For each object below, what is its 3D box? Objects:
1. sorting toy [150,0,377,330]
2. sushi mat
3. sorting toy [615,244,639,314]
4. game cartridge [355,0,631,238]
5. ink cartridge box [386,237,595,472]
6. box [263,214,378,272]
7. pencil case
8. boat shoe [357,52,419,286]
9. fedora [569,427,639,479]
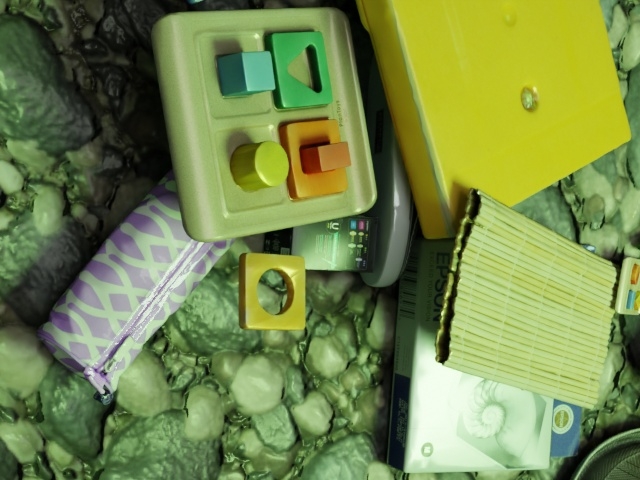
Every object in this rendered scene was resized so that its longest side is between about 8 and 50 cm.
[{"bbox_3d":[-0.033,-0.098,1.105,0.196,0.047,0.347,-12,94,-41],"label":"sorting toy"},{"bbox_3d":[0.198,0.062,1.239,0.317,0.019,0.151,21,80,-53],"label":"sushi mat"},{"bbox_3d":[0.318,0.034,1.368,0.062,0.012,0.083,9,91,-57],"label":"sorting toy"},{"bbox_3d":[0.150,-0.198,1.219,0.285,0.053,0.323,-26,104,-40],"label":"game cartridge"},{"bbox_3d":[0.176,0.109,1.303,0.224,0.045,0.223,1,94,-26],"label":"ink cartridge box"},{"bbox_3d":[0.000,0.000,1.200,0.083,0.062,0.052,3,93,-26],"label":"box"},{"bbox_3d":[-0.144,0.030,1.121,0.086,0.088,0.206,43,76,-29],"label":"pencil case"},{"bbox_3d":[0.081,-0.070,1.230,0.076,0.080,0.228,5,85,-25],"label":"boat shoe"},{"bbox_3d":[0.361,0.323,1.368,0.244,0.124,0.275,-25,105,-21],"label":"fedora"}]
